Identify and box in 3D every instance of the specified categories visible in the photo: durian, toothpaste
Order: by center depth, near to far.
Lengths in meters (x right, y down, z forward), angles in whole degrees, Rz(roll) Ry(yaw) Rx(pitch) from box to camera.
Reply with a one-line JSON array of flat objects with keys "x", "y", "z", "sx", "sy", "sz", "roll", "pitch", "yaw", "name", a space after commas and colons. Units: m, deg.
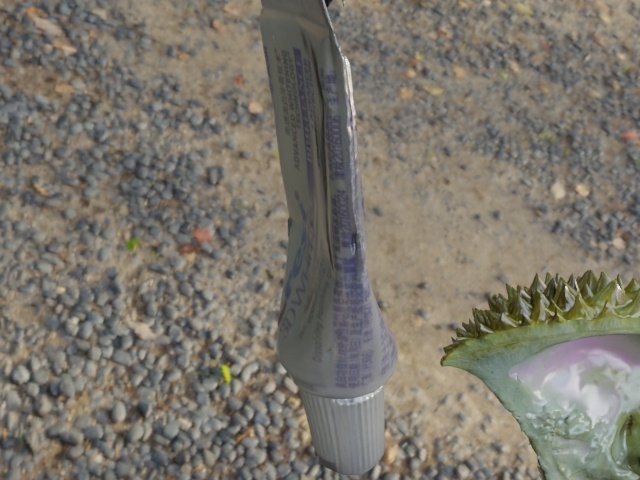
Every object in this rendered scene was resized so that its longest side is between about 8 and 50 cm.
[{"x": 0.002, "y": 0.000, "z": 0.455, "sx": 0.099, "sy": 0.283, "sz": 0.068, "roll": 13, "pitch": 32, "yaw": 40, "name": "toothpaste"}, {"x": 0.230, "y": 0.132, "z": 0.634, "sx": 0.166, "sy": 0.172, "sz": 0.306, "roll": -47, "pitch": 122, "yaw": -25, "name": "durian"}]
